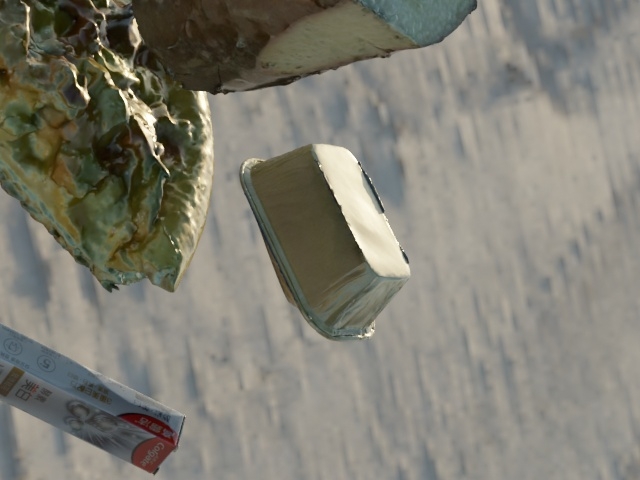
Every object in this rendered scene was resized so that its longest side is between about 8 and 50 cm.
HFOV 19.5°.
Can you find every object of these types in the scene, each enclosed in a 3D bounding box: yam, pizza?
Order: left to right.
[{"bbox_3d":[-0.146,-0.119,1.290,0.258,0.087,0.268,50,32,-13],"label":"pizza"},{"bbox_3d":[-0.017,-0.166,1.183,0.128,0.238,0.129,-47,116,-35],"label":"yam"}]

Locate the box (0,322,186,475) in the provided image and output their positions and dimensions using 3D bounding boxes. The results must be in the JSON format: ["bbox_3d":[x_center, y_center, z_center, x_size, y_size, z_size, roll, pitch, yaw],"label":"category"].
[{"bbox_3d":[-0.222,0.129,1.587,0.218,0.055,0.040,28,43,-14],"label":"box"}]

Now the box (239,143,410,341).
[{"bbox_3d":[0.000,0.000,1.551,0.111,0.111,0.177,14,48,-62],"label":"box"}]
